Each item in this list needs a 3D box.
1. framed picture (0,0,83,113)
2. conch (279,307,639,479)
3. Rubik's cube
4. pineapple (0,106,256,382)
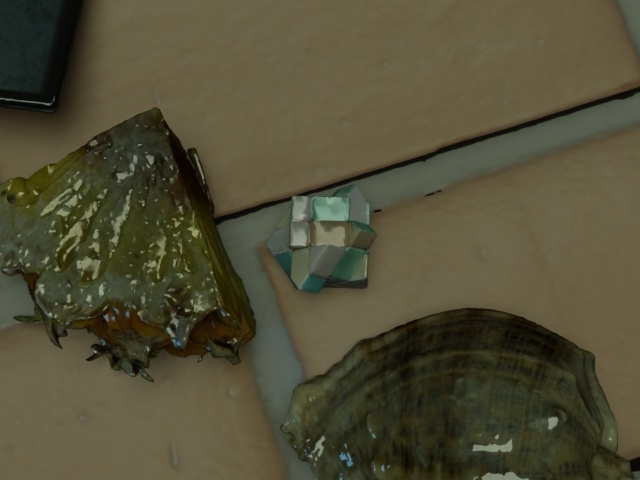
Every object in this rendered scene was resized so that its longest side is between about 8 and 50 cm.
[{"bbox_3d":[-0.355,-0.231,0.881,0.347,0.016,0.265,7,63,-1],"label":"framed picture"},{"bbox_3d":[0.116,0.148,0.768,0.291,0.159,0.210,21,80,6],"label":"conch"},{"bbox_3d":[0.002,0.002,0.842,0.084,0.073,0.075,-15,78,-5],"label":"Rubik's cube"},{"bbox_3d":[-0.145,-0.001,0.825,0.236,0.114,0.186,27,80,8],"label":"pineapple"}]
